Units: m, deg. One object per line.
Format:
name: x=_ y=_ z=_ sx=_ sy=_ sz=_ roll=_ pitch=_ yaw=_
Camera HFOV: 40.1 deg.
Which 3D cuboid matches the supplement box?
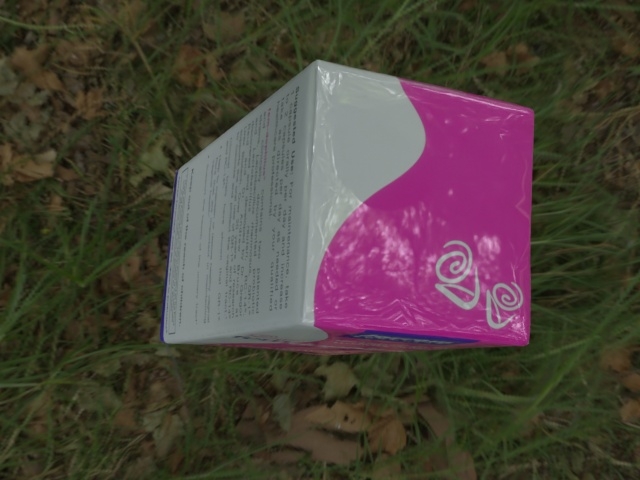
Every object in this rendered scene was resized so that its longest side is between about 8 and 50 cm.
supplement box: x=0.000 y=0.000 z=0.457 sx=0.111 sy=0.220 sz=0.113 roll=8 pitch=78 yaw=-23
